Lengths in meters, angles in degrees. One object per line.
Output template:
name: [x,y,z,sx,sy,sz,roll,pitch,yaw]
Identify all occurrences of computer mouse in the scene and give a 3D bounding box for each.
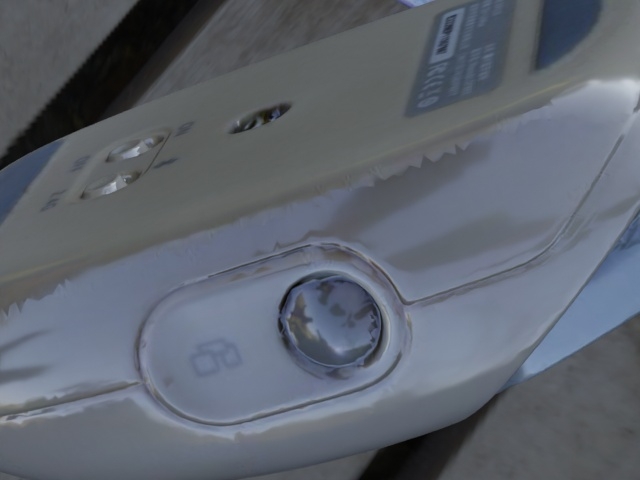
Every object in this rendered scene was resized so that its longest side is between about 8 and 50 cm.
computer mouse: [0.000,0.000,0.444,0.236,0.145,0.082,-17,111,15]

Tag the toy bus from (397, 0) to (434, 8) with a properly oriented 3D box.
toy bus: [0.078,-0.173,0.714,0.072,0.057,0.172,29,103,23]
